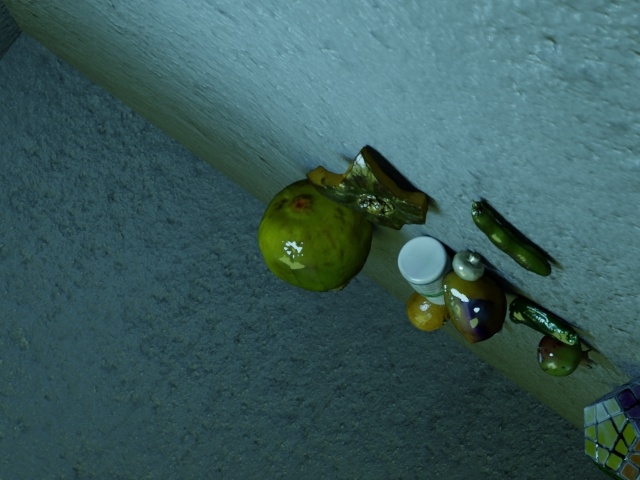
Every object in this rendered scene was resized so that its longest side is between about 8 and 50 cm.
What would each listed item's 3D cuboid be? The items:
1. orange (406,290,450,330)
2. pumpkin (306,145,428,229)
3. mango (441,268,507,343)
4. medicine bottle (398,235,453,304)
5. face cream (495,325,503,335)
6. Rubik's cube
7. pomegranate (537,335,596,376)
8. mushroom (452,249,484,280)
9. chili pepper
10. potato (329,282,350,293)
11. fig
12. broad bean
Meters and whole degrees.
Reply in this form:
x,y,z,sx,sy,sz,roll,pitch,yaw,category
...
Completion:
x,y,z,sx,sy,sz,roll,pitch,yaw,category
0.385,0.231,2.532,0.155,0.177,0.177,51,175,4,orange
0.133,-0.104,1.675,0.290,0.095,0.258,27,165,-26,pumpkin
0.414,0.174,1.930,0.152,0.201,0.287,5,174,21,mango
0.312,0.092,2.023,0.139,0.139,0.237,30,171,32,medicine bottle
0.526,0.243,2.371,0.073,0.073,0.283,28,171,45,face cream
0.835,0.501,1.854,0.264,0.319,0.319,-8,145,39,Rubik's cube
0.668,0.302,1.963,0.129,0.159,0.129,168,90,-86,pomegranate
0.371,0.061,1.809,0.083,0.067,0.083,16,-143,-13,mushroom
0.586,0.214,1.902,0.216,0.062,0.108,25,169,47,chili pepper
0.021,-0.041,2.404,0.296,0.290,0.397,113,144,-56,potato
-0.012,-0.001,2.074,0.343,0.343,0.343,34,174,4,fig
0.372,-0.001,1.436,0.254,0.046,0.065,38,160,-22,broad bean
